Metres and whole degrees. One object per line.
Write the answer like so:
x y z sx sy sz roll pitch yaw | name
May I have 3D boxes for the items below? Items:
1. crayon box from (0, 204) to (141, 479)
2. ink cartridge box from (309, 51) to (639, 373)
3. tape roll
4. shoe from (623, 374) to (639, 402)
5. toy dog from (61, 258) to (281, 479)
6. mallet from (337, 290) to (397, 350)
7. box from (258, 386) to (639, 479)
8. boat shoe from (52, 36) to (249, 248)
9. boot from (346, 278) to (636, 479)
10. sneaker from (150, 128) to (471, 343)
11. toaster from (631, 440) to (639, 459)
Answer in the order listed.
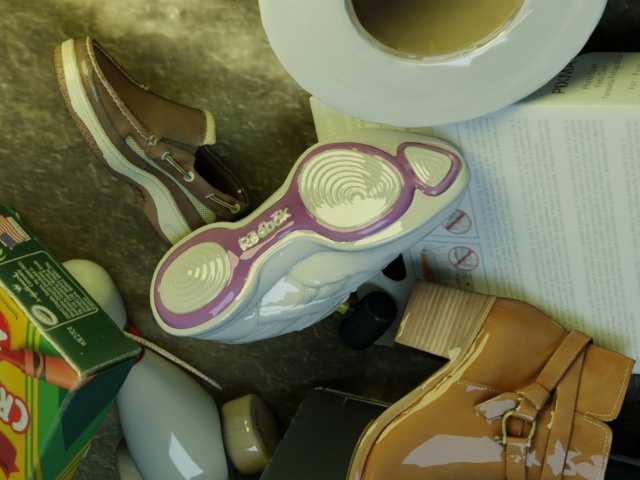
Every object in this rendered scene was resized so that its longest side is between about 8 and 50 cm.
-0.308 0.152 1.524 0.081 0.202 0.318 -22 149 -48 | crayon box
0.207 -0.023 1.490 0.385 0.091 0.308 4 131 24 | ink cartridge box
0.087 -0.230 1.307 0.286 0.100 0.286 -4 131 -5 | tape roll
0.276 0.157 1.711 0.219 0.058 0.077 -7 132 -3 | shoe
-0.169 0.179 1.596 0.333 0.161 0.220 33 119 -32 | toy dog
-0.022 0.048 1.567 0.189 0.039 0.062 23 137 -5 | mallet
0.183 0.445 1.678 0.471 0.297 0.480 12 138 26 | box
-0.137 -0.094 1.408 0.095 0.095 0.257 -23 143 8 | boat shoe
0.148 0.193 1.495 0.220 0.283 0.109 20 174 5 | boot
0.000 0.000 1.462 0.305 0.114 0.152 -27 155 15 | sneaker
0.325 0.335 1.846 0.168 0.110 0.186 -22 131 10 | toaster
